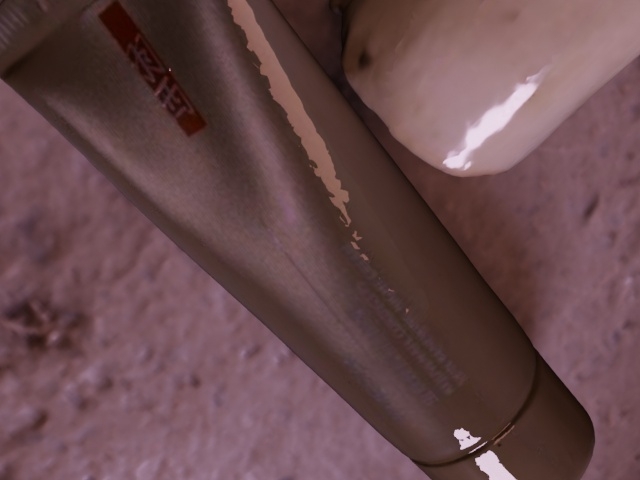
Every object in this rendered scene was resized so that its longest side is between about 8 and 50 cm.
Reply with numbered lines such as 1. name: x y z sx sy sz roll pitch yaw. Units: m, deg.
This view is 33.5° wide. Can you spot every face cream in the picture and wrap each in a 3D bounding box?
1. face cream: 0.000 0.000 0.492 0.137 0.084 0.341 -29 114 32

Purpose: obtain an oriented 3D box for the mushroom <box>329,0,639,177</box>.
1. mushroom: 0.151 -0.169 0.411 0.314 0.314 0.336 31 121 -20
